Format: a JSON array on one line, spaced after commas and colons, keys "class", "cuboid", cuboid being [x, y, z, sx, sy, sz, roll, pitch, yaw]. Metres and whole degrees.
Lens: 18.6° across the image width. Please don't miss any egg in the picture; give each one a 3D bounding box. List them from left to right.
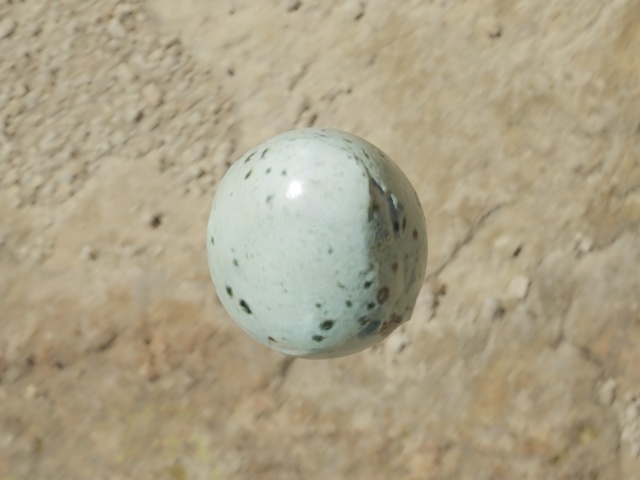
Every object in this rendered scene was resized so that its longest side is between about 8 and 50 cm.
[{"class": "egg", "cuboid": [0.000, 0.000, 1.110, 0.131, 0.164, 0.131, 0, 73, -1]}]
